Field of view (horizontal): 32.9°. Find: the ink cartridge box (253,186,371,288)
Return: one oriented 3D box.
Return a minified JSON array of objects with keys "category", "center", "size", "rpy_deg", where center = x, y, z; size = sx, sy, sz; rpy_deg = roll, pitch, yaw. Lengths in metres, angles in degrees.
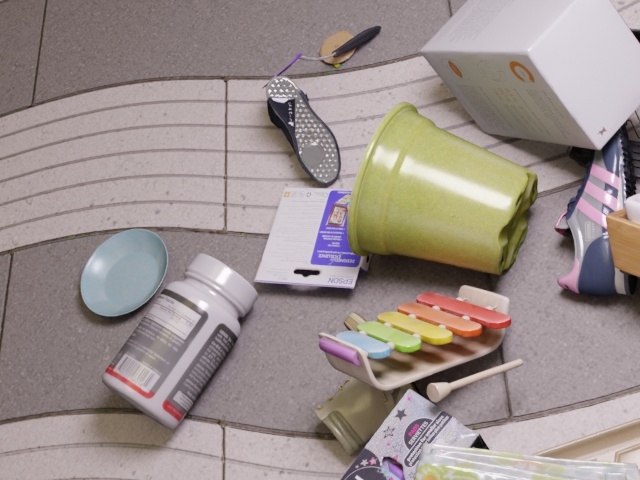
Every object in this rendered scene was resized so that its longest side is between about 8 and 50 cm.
[{"category":"ink cartridge box","center":[0.000,0.000,1.994],"size":[0.206,0.045,0.208],"rpy_deg":[3,61,26]}]

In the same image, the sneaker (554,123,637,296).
[{"category":"sneaker","center":[0.444,-0.065,1.769],"size":[0.131,0.112,0.319],"rpy_deg":[-5,67,26]}]

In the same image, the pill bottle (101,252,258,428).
[{"category":"pill bottle","center":[-0.243,0.175,1.922],"size":[0.161,0.161,0.283],"rpy_deg":[24,72,34]}]

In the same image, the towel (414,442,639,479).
[{"category":"towel","center":[0.269,0.470,1.451],"size":[0.320,0.090,0.375],"rpy_deg":[6,77,8]}]

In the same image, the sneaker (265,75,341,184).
[{"category":"sneaker","center":[-0.033,-0.212,2.123],"size":[0.086,0.163,0.226],"rpy_deg":[-28,93,-3]}]

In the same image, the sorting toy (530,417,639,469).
[{"category":"sorting toy","center":[0.384,0.401,1.550],"size":[0.307,0.041,0.229],"rpy_deg":[-19,58,1]}]

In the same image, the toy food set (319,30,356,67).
[{"category":"toy food set","center":[0.036,-0.396,2.243],"size":[0.082,0.020,0.083],"rpy_deg":[-39,53,-2]}]

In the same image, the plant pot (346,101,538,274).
[{"category":"plant pot","center":[0.218,-0.066,1.824],"size":[0.253,0.276,0.276],"rpy_deg":[19,69,20]}]

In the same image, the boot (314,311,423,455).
[{"category":"boot","center":[0.054,0.235,1.803],"size":[0.165,0.077,0.213],"rpy_deg":[-37,55,2]}]

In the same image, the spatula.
[{"category":"spatula","center":[0.005,-0.371,2.167],"size":[0.296,0.084,0.030],"rpy_deg":[-26,90,-25]}]

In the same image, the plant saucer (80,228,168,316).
[{"category":"plant saucer","center":[-0.378,0.069,2.128],"size":[0.194,0.037,0.195],"rpy_deg":[-11,56,17]}]

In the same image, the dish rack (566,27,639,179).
[{"category":"dish rack","center":[0.549,-0.234,1.874],"size":[0.208,0.074,0.272],"rpy_deg":[14,67,32]}]

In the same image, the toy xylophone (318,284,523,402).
[{"category":"toy xylophone","center":[0.172,0.158,1.688],"size":[0.322,0.081,0.236],"rpy_deg":[-19,20,-39]}]

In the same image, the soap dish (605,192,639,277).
[{"category":"soap dish","center":[0.596,0.017,1.607],"size":[0.290,0.229,0.118],"rpy_deg":[24,115,35]}]

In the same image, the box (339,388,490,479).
[{"category":"box","center":[0.129,0.376,1.622],"size":[0.142,0.163,0.247],"rpy_deg":[29,75,34]}]

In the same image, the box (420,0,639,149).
[{"category":"box","center":[0.360,-0.297,1.825],"size":[0.168,0.215,0.345],"rpy_deg":[-47,24,-9]}]
